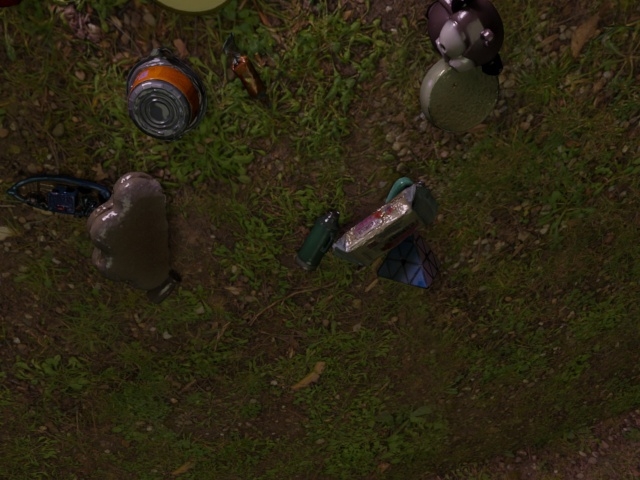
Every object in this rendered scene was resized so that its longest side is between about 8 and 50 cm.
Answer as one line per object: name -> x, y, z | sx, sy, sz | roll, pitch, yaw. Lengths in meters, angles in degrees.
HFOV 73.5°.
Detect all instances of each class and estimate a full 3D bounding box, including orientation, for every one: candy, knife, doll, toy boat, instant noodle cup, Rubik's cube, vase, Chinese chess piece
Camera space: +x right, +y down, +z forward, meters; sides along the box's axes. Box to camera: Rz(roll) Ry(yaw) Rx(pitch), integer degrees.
candy -> -0.166, -0.373, 0.968 | 0.047, 0.053, 0.182 | -23, 123, 14
knife -> 0.192, -0.074, 1.249 | 0.063, 0.034, 0.260 | 8, 129, -30
doll -> 0.291, -0.434, 0.883 | 0.117, 0.257, 0.182 | -32, 124, 20
toy boat -> -0.628, -0.103, 1.037 | 0.223, 0.097, 0.100 | 7, 119, -15
instant noodle cup -> -0.343, -0.299, 0.939 | 0.178, 0.125, 0.208 | -12, 125, -3
Rubik's cube -> 0.281, 0.064, 1.266 | 0.212, 0.178, 0.190 | -14, 122, -2
vase -> -0.455, 0.137, 1.255 | 0.101, 0.053, 0.053 | -40, 121, 11
Chinese chess piece -> 0.338, -0.361, 1.050 | 0.189, 0.083, 0.188 | -4, 126, -5

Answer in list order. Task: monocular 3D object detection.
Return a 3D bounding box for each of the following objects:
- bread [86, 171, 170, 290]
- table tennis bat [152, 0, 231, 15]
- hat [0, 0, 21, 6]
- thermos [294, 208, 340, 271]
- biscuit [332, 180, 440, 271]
bread -> -0.485, -0.004, 1.084 | 0.183, 0.102, 0.337 | -22, 133, -39
table tennis bat -> -0.325, -0.553, 0.821 | 0.369, 0.054, 0.224 | -8, 125, -10
hat -> -0.682, -0.470, 0.712 | 0.333, 0.242, 0.274 | 5, 136, -29
thermos -> -0.003, -0.003, 1.225 | 0.073, 0.083, 0.187 | 29, 115, -2
biscuit -> 0.185, -0.038, 1.202 | 0.309, 0.079, 0.186 | -35, 147, 15
